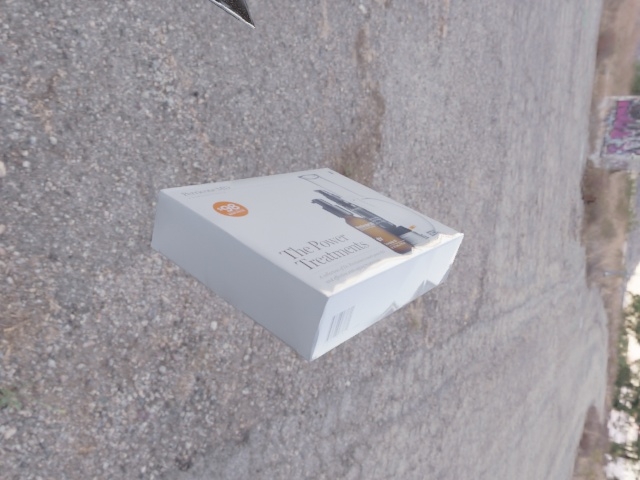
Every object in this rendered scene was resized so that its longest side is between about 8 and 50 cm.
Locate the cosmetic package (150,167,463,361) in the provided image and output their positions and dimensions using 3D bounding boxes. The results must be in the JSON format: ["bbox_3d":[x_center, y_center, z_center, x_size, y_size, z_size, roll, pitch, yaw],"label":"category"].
[{"bbox_3d":[0.000,0.000,0.776,0.377,0.285,0.097,-18,129,-53],"label":"cosmetic package"}]

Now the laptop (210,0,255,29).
[{"bbox_3d":[-0.335,-0.475,0.737,0.236,0.408,0.381,138,-68,-75],"label":"laptop"}]
